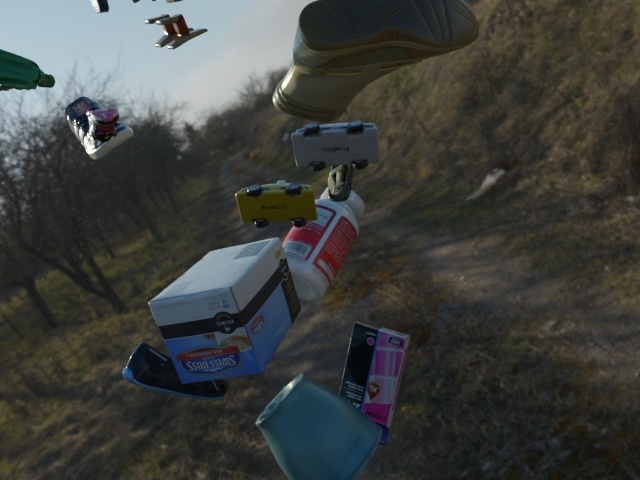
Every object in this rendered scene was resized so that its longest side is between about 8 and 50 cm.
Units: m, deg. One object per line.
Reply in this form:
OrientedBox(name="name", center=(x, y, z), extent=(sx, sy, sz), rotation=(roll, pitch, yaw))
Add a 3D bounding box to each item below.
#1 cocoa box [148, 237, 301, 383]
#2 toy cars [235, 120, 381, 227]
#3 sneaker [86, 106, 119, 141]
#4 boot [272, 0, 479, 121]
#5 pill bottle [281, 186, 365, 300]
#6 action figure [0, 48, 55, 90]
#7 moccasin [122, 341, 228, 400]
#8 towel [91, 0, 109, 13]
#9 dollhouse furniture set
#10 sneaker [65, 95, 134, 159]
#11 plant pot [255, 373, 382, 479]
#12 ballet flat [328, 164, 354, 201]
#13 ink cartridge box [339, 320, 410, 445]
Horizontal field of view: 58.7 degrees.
OrientedBox(name="cocoa box", center=(-0.223, 0.170, 1.457), extent=(0.231, 0.228, 0.347), rotation=(-11, 16, 18))
OrientedBox(name="toy cars", center=(-0.029, -0.155, 1.287), extent=(0.393, 0.176, 0.087), rotation=(-41, 18, 31))
OrientedBox(name="sneaker", center=(-0.496, -0.264, 1.312), extent=(0.063, 0.075, 0.170), rotation=(-17, 19, -28))
OrientedBox(name="boot", center=(0.071, -0.253, 0.807), extent=(0.261, 0.095, 0.203), rotation=(-15, -12, -20))
OrientedBox(name="pill bottle", center=(0.000, 0.000, 2.094), extent=(0.229, 0.229, 0.408), rotation=(-14, 39, 55))
OrientedBox(name="action figure", center=(-0.691, -0.362, 1.213), extent=(0.232, 0.137, 0.063), rotation=(7, -29, -21))
OrientedBox(name="moccasin", center=(-0.357, 0.350, 1.517), extent=(0.137, 0.342, 0.117), rotation=(10, 77, 33))
OrientedBox(name="towel", center=(-0.511, -0.578, 1.290), extent=(0.029, 0.120, 0.067), rotation=(-25, 29, -26))
OrientedBox(name="dollhouse furniture set", center=(-0.303, -0.547, 1.171), extent=(0.135, 0.262, 0.259), rotation=(-35, 35, -21))
OrientedBox(name="sneaker", center=(-0.637, -0.326, 1.597), extent=(0.131, 0.148, 0.350), rotation=(-39, 30, -22))
OrientedBox(name="plant pot", center=(-0.021, 0.502, 1.504), extent=(0.271, 0.255, 0.271), rotation=(-45, -2, -2))
OrientedBox(name="ballet flat", center=(0.050, -0.180, 1.382), extent=(0.070, 0.189, 0.070), rotation=(2, 21, -1))
OrientedBox(name="ink cartridge box", center=(0.157, 0.455, 1.800), extent=(0.175, 0.371, 0.069), rotation=(14, 8, 22))
